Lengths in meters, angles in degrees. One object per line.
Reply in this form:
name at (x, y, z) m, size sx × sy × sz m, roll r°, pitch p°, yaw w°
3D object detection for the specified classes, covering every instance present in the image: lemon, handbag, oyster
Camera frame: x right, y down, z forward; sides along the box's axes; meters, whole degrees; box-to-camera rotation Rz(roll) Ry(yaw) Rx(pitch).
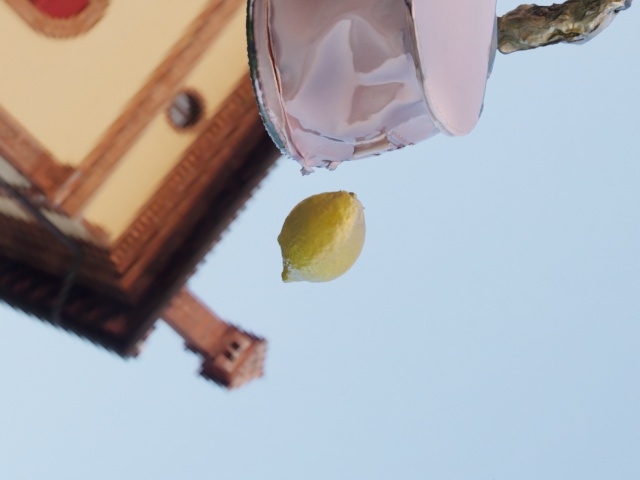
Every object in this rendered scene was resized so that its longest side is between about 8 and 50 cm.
lemon at (0.000, 0.000, 1.162) m, size 0.092 × 0.065 × 0.065 m, roll -49°, pitch -148°, yaw 14°
handbag at (0.040, -0.150, 0.970) m, size 0.116 × 0.179 × 0.205 m, roll -3°, pitch -120°, yaw 25°
oyster at (0.237, -0.218, 1.488) m, size 0.166 × 0.053 × 0.108 m, roll -6°, pitch -176°, yaw 20°
